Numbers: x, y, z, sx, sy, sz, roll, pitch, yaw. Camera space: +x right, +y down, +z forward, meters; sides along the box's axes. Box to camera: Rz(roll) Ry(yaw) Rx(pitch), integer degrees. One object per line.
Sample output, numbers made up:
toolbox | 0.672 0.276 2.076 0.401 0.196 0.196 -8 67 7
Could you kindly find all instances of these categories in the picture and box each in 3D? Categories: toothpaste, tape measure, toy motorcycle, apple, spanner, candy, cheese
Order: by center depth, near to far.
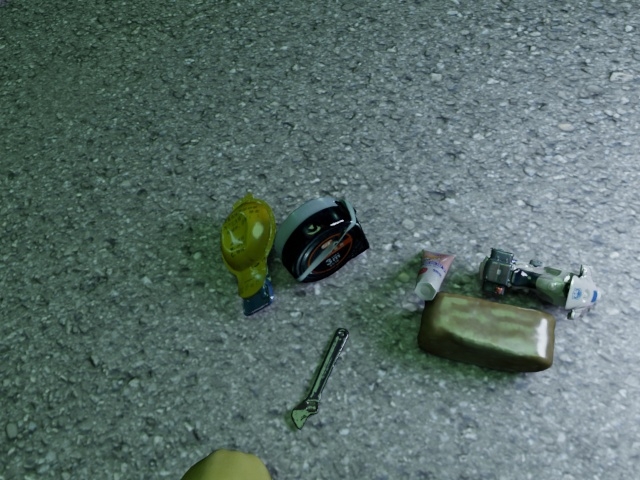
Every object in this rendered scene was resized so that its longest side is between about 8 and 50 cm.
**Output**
apple | -0.151 0.433 0.781 0.199 0.200 0.200 -4 58 7
candy | 0.297 0.166 0.914 0.233 0.102 0.104 12 63 14
toy motorcycle | 0.404 0.076 0.931 0.220 0.150 0.102 14 97 18
spanner | 0.002 0.257 0.960 0.046 0.012 0.209 18 63 20
toothpaste | 0.219 0.057 0.980 0.067 0.043 0.194 10 23 17
tape measure | -0.002 -0.002 1.019 0.182 0.181 0.107 -33 56 -10
cheese | -0.152 0.023 1.075 0.176 0.069 0.271 -30 58 31
